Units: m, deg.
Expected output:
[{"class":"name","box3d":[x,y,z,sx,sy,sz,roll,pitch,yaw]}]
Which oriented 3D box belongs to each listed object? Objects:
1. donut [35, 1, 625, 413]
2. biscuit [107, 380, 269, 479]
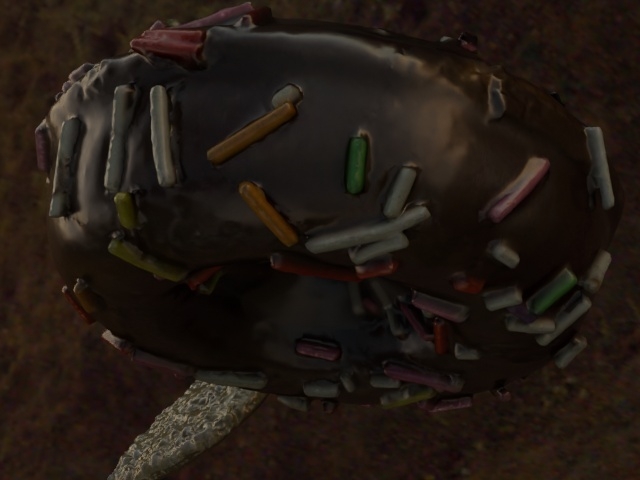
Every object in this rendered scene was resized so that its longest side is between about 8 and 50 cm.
[{"class":"donut","box3d":[0.000,0.000,0.597,0.269,0.269,0.103,-17,55,39]},{"class":"biscuit","box3d":[-0.098,0.152,1.329,0.133,0.032,0.250,-13,29,50]}]
